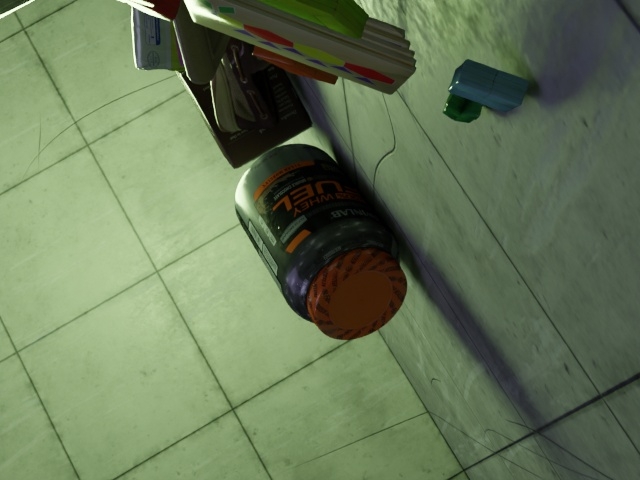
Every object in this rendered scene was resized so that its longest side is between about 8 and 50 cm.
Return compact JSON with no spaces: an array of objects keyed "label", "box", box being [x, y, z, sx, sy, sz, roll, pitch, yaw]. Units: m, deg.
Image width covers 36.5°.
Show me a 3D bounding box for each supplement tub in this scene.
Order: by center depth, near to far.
[{"label":"supplement tub","box":[0.000,0.000,1.640,0.338,0.207,0.207,55,174,46]}]

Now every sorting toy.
[{"label":"sorting toy","box":[-0.155,-0.370,1.157,0.229,0.041,0.307,-74,-22,-51]}]

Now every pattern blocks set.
[{"label":"pattern blocks set","box":[-0.020,-0.155,0.701,0.325,0.026,0.285,20,-179,-11]}]

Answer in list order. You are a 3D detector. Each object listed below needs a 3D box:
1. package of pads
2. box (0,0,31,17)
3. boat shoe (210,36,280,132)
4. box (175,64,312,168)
[{"label":"package of pads","box":[-0.227,-0.407,1.392,0.229,0.101,0.296,97,165,-46]},{"label":"box","box":[-0.182,-0.306,0.653,0.178,0.343,0.312,61,175,-7]},{"label":"boat shoe","box":[-0.118,-0.320,1.578,0.123,0.123,0.341,-73,-15,-48]},{"label":"box","box":[-0.146,-0.268,1.801,0.203,0.167,0.168,61,176,-18]}]
